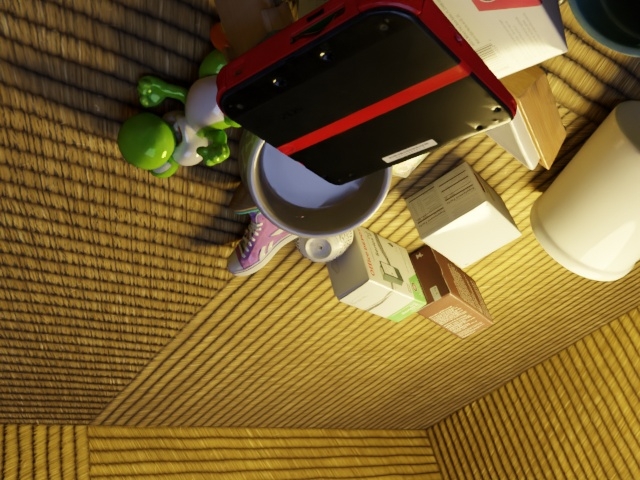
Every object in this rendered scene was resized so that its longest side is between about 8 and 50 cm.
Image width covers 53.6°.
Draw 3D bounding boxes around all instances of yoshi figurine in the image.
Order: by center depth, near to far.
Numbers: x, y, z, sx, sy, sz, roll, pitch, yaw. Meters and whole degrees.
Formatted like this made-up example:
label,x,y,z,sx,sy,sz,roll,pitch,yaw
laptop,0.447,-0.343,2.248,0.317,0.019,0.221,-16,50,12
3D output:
label,x,y,z,sx,sy,sz,roll,pitch,yaw
yoshi figurine,-0.254,-0.237,1.207,0.203,0.203,0.362,32,127,-30

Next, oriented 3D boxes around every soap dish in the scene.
label,x,y,z,sx,sy,sz,roll,pitch,yaw
soap dish,0.407,-0.303,1.371,0.118,0.229,0.291,-42,142,7

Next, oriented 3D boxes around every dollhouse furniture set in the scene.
label,x,y,z,sx,sy,sz,roll,pitch,yaw
dollhouse furniture set,-0.054,-0.453,1.003,0.198,0.286,0.303,-19,177,-39

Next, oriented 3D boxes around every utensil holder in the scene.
label,x,y,z,sx,sy,sz,roll,pitch,yaw
utensil holder,0.806,-0.133,1.704,0.328,0.327,0.385,-2,141,-22

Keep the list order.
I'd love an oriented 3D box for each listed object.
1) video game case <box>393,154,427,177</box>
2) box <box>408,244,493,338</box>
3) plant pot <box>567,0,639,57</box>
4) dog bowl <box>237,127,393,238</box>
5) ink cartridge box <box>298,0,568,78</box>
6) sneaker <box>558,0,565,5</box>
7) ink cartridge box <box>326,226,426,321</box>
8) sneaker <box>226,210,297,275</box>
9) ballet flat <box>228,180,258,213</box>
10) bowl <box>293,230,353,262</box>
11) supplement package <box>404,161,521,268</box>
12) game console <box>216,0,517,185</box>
label,x,y,z,sx,sy,sz,roll,pitch,yaw
video game case,0.179,-0.243,1.521,0.227,0.026,0.206,8,139,-33
box,0.417,0.180,2.095,0.143,0.191,0.381,-31,144,20
plant pot,0.658,-0.492,1.090,0.334,0.341,0.341,-15,152,-40
dog bowl,-0.004,-0.159,1.357,0.349,0.102,0.348,-3,118,-6
ink cartridge box,0.187,-0.385,1.108,0.385,0.160,0.279,-17,151,33
sneaker,0.413,-0.520,1.163,0.153,0.101,0.268,-21,151,2
ink cartridge box,0.154,0.094,1.831,0.121,0.211,0.289,-36,143,27
sneaker,-0.166,-0.029,1.624,0.282,0.102,0.161,-40,138,14
ballet flat,-0.065,-0.166,1.457,0.343,0.116,0.124,-15,126,7
bowl,0.000,0.000,1.677,0.170,0.080,0.170,3,121,5
supplement package,0.403,-0.063,1.776,0.204,0.145,0.262,-33,144,23
game console,0.062,-0.224,1.002,0.387,0.060,0.342,-17,149,39
